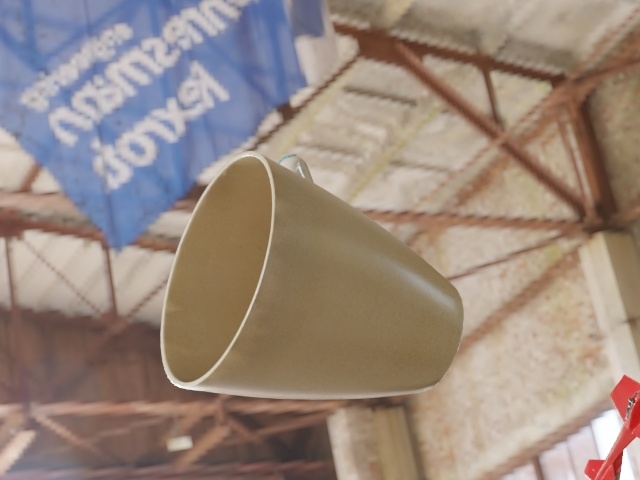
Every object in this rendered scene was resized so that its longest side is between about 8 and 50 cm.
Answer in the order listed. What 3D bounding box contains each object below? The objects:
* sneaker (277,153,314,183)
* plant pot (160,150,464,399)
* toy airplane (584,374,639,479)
[{"bbox_3d":[0.000,0.000,1.891,0.092,0.229,0.087,-14,1,26],"label":"sneaker"},{"bbox_3d":[0.007,0.069,1.620,0.274,0.256,0.256,19,-35,-24],"label":"plant pot"},{"bbox_3d":[0.288,0.181,1.416,0.028,0.151,0.151,18,-33,-17],"label":"toy airplane"}]
